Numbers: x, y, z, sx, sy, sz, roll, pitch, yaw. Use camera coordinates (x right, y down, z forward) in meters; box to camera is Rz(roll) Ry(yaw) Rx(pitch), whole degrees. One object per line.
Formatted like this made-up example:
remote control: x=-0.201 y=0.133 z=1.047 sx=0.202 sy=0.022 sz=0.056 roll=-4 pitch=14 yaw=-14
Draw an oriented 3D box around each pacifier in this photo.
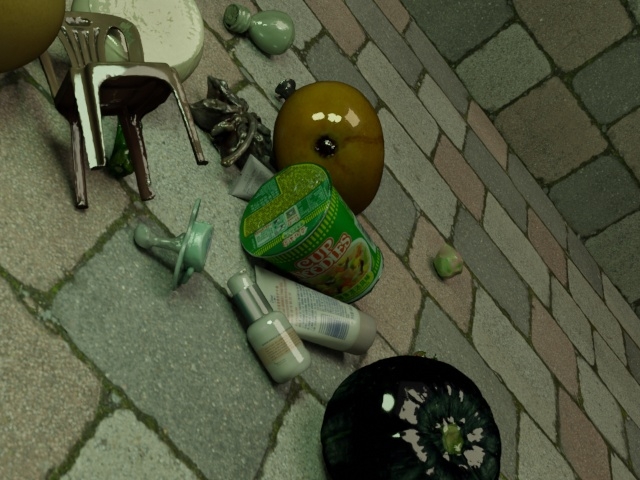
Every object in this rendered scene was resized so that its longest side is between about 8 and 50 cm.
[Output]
pacifier: x=-0.227 y=0.003 z=1.319 sx=0.117 sy=0.127 sz=0.150 roll=13 pitch=69 yaw=-4

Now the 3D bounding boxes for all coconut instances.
coconut: x=0.329 y=0.059 z=2.205 sx=0.081 sy=0.083 sz=0.082 roll=42 pitch=50 yaw=-4

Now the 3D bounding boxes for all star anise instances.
star anise: x=-0.163 y=-0.216 z=1.665 sx=0.209 sy=0.089 sz=0.231 roll=18 pitch=36 yaw=-45

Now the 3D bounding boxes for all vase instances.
vase: x=-0.037 y=-0.294 z=1.951 sx=0.183 sy=0.120 sz=0.120 roll=50 pitch=21 yaw=27

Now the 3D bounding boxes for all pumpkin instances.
pumpkin: x=0.142 y=0.334 z=1.405 sx=0.315 sy=0.238 sz=0.315 roll=20 pitch=54 yaw=-31

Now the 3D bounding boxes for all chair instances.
chair: x=-0.301 y=-0.228 z=1.240 sx=0.176 sy=0.183 sz=0.326 roll=-8 pitch=77 yaw=-33

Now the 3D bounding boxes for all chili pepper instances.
chili pepper: x=-0.309 y=-0.186 z=1.377 sx=0.073 sy=0.050 sz=0.182 roll=70 pitch=17 yaw=-78

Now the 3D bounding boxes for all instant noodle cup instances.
instant noodle cup: x=0.000 y=0.000 z=1.595 sx=0.233 sy=0.207 sz=0.207 roll=42 pitch=28 yaw=-40

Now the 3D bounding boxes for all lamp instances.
lamp: x=-0.141 y=-0.505 z=2.033 sx=0.193 sy=0.106 sz=0.106 roll=11 pitch=50 yaw=-44

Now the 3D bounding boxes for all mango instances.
mango: x=0.027 y=-0.175 z=1.765 sx=0.378 sy=0.221 sz=0.263 roll=42 pitch=41 yaw=-75

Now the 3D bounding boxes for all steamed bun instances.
steamed bun: x=-0.320 y=-0.353 z=1.477 sx=0.232 sy=0.145 sz=0.231 roll=12 pitch=67 yaw=-30

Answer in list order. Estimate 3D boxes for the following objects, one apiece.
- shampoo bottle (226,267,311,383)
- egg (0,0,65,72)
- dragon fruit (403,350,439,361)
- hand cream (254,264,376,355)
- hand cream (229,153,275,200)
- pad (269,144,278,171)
shampoo bottle: x=-0.090 y=0.139 z=1.400 sx=0.192 sy=0.074 sz=0.074 roll=56 pitch=26 yaw=4
egg: x=-0.472 y=-0.335 z=1.086 sx=0.322 sy=0.250 sz=0.250 roll=14 pitch=48 yaw=-54
dragon fruit: x=0.153 y=0.290 z=1.600 sx=0.236 sy=0.135 sz=0.137 roll=-25 pitch=80 yaw=-43
hand cream: x=-0.015 y=0.138 z=1.543 sx=0.248 sy=0.083 sz=0.133 roll=25 pitch=38 yaw=-30
hand cream: x=-0.113 y=-0.105 z=1.656 sx=0.053 sy=0.084 sz=0.142 roll=28 pitch=1 yaw=41
pad: x=-0.048 y=-0.181 z=1.918 sx=0.158 sy=0.003 sz=0.235 roll=44 pitch=29 yaw=-23
